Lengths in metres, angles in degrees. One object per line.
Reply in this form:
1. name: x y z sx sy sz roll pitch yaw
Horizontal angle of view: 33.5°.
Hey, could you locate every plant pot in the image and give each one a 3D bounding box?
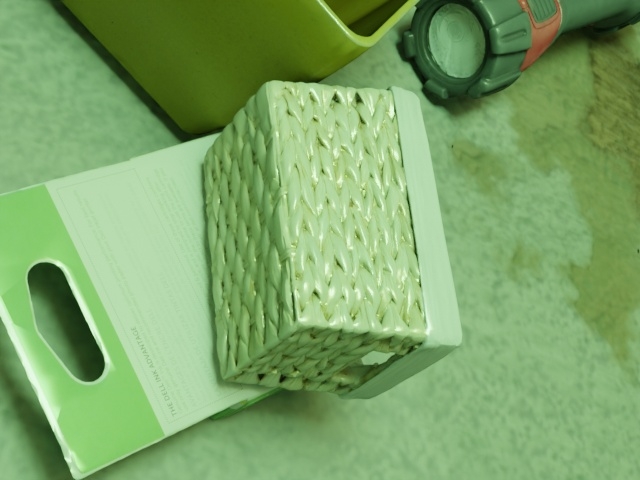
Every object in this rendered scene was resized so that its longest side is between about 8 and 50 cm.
1. plant pot: -0.050 -0.195 0.703 0.212 0.187 0.212 46 45 -6

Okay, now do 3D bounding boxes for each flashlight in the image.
1. flashlight: 0.203 -0.204 0.948 0.103 0.103 0.304 34 38 29

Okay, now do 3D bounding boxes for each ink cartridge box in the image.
1. ink cartridge box: -0.090 0.030 0.656 0.235 0.056 0.171 -21 80 -37

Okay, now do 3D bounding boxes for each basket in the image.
1. basket: 0.000 0.000 0.625 0.103 0.113 0.167 6 63 -29
